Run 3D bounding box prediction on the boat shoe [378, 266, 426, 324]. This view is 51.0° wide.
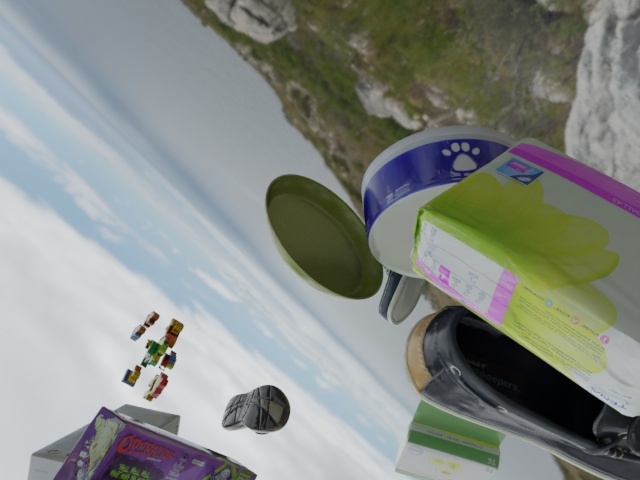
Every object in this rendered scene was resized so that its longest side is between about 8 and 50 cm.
[{"bbox_3d":[0.153,0.032,1.207,0.079,0.254,0.095,13,156,26],"label":"boat shoe"}]

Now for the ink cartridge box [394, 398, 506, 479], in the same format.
[{"bbox_3d":[0.241,0.367,1.214,0.171,0.056,0.235,15,136,6],"label":"ink cartridge box"}]

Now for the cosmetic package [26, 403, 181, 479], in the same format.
[{"bbox_3d":[-0.480,0.542,1.522,0.162,0.229,0.453,9,180,7],"label":"cosmetic package"}]

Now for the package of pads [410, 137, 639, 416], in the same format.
[{"bbox_3d":[0.270,0.022,0.722,0.297,0.229,0.101,35,141,30],"label":"package of pads"}]

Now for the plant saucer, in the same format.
[{"bbox_3d":[0.000,0.000,1.064,0.241,0.037,0.240,32,-146,-25],"label":"plant saucer"}]

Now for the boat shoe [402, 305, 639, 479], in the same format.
[{"bbox_3d":[0.356,0.193,0.847,0.501,0.186,0.156,17,154,0],"label":"boat shoe"}]

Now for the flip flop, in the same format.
[{"bbox_3d":[-0.143,0.409,1.566,0.080,0.112,0.277,34,147,-21],"label":"flip flop"}]

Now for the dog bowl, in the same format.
[{"bbox_3d":[0.198,-0.049,1.027,0.265,0.265,0.104,52,-151,-50],"label":"dog bowl"}]

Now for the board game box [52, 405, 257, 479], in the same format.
[{"bbox_3d":[-0.215,0.344,0.827,0.056,0.208,0.347,28,165,31],"label":"board game box"}]

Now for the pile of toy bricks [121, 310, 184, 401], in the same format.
[{"bbox_3d":[-0.375,0.251,1.550,0.118,0.212,0.105,36,137,-22],"label":"pile of toy bricks"}]
